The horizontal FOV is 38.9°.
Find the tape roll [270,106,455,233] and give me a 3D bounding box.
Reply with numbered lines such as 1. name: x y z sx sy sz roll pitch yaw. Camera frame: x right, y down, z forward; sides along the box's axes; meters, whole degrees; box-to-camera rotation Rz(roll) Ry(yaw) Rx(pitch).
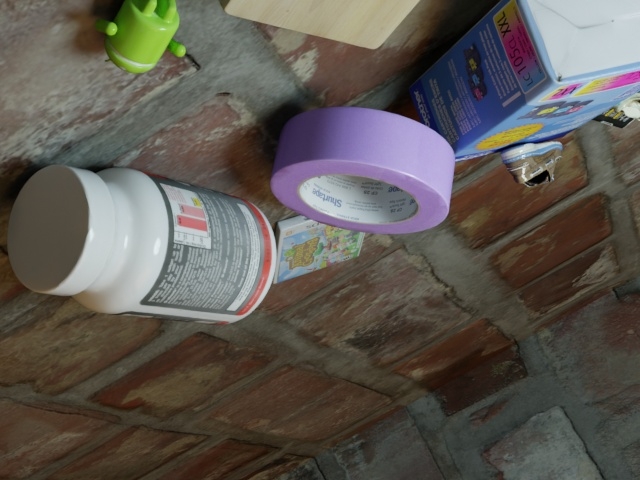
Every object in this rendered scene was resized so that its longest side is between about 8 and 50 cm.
1. tape roll: 0.065 -0.100 1.388 0.275 0.090 0.275 8 161 3

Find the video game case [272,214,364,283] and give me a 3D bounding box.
1. video game case: 0.000 0.000 1.752 0.193 0.023 0.212 -18 154 -17

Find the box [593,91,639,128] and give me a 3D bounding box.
1. box: 0.577 -0.339 1.585 0.257 0.079 0.322 5 141 -44

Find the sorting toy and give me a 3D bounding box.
1. sorting toy: 0.038 -0.358 1.032 0.255 0.089 0.257 1 143 -44

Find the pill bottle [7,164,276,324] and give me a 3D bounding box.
1. pill bottle: -0.250 0.009 1.321 0.210 0.210 0.363 -38 152 24

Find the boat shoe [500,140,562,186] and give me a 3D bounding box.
1. boat shoe: 0.348 -0.122 1.479 0.066 0.066 0.183 -15 178 39

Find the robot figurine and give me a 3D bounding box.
1. robot figurine: -0.207 -0.242 1.049 0.101 0.067 0.115 9 139 -35

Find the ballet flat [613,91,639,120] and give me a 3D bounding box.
1. ballet flat: 0.560 -0.236 1.615 0.168 0.052 0.057 1 144 -44

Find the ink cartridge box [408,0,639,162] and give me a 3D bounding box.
1. ink cartridge box: 0.320 -0.242 1.367 0.270 0.151 0.395 -14 173 -23
